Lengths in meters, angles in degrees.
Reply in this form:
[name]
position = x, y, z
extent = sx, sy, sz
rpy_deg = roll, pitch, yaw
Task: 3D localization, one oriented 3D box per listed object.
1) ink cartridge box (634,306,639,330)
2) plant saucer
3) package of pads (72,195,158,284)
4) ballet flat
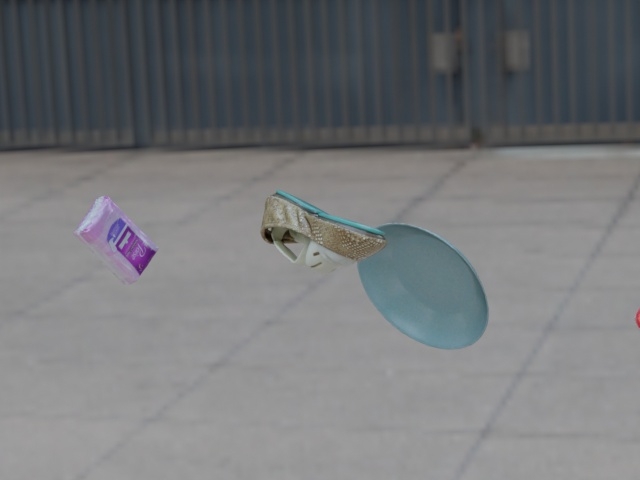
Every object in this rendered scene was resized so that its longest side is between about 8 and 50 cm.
[ink cartridge box]
position = 0.266, 0.005, 0.799
extent = 0.231, 0.134, 0.078
rpy_deg = -40, -14, 2
[plant saucer]
position = 0.136, 0.050, 2.280
extent = 0.195, 0.195, 0.037
rpy_deg = 5, 37, 38
[package of pads]
position = -0.207, 0.000, 1.823
extent = 0.032, 0.083, 0.050
rpy_deg = -7, 44, 48
[ballet flat]
position = 0.000, 0.000, 1.906
extent = 0.073, 0.067, 0.206
rpy_deg = 23, 0, -30
